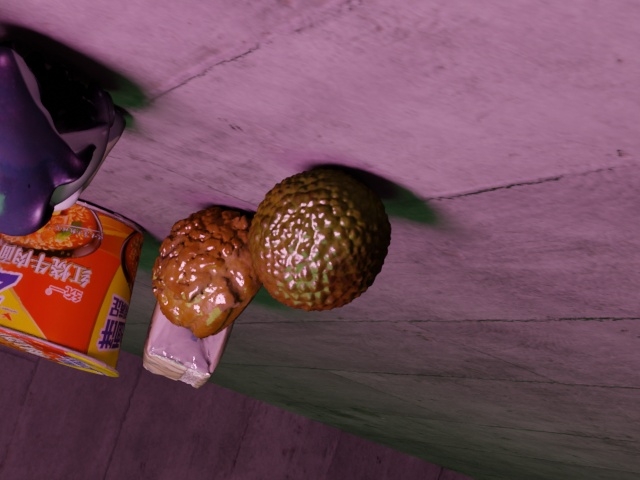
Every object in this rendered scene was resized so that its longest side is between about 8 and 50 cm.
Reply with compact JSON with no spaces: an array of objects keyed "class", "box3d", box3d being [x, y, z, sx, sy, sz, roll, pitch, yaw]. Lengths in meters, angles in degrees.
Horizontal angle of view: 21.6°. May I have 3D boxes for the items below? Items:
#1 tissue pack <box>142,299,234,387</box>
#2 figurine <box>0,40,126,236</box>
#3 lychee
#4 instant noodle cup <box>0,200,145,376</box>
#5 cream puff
[{"class":"tissue pack","box3d":[-0.147,0.085,1.932,0.092,0.148,0.196,18,169,-6]},{"class":"figurine","box3d":[-0.231,-0.071,1.277,0.145,0.145,0.222,18,175,3]},{"class":"lychee","box3d":[0.000,0.000,1.334,0.114,0.114,0.146,20,151,-7]},{"class":"instant noodle cup","box3d":[-0.305,0.044,1.922,0.213,0.174,0.213,17,169,3]},{"class":"cream puff","box3d":[-0.110,0.027,1.634,0.103,0.126,0.144,35,159,-5]}]
